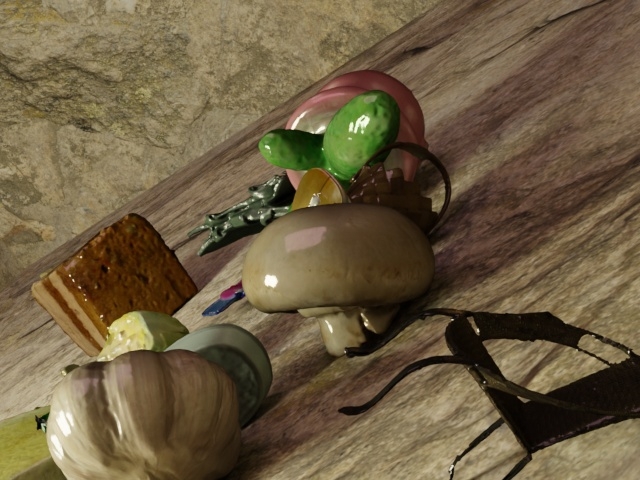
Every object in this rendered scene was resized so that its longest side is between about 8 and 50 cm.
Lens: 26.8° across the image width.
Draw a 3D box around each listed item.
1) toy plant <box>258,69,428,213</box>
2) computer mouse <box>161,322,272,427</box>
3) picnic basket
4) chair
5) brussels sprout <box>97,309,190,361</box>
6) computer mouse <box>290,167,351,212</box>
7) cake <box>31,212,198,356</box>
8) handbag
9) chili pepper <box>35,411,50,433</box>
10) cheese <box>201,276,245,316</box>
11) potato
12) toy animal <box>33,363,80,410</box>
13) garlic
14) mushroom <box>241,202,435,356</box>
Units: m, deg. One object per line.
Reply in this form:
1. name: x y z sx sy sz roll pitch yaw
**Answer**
1. toy plant: 0.047 -0.142 1.988 0.317 0.210 0.356 -61 -7 29
2. computer mouse: -0.161 0.192 1.578 0.231 0.128 0.079 -33 12 -6
3. picnic basket: 0.096 -0.050 1.774 0.178 0.128 0.138 -53 6 -25
4. chair: 0.143 0.113 1.004 0.213 0.149 0.174 -29 12 11
5. brussels sprout: -0.217 0.170 1.796 0.151 0.122 0.149 28 102 46
6. computer mouse: -0.002 0.001 1.727 0.045 0.199 0.102 -19 46 -26
7. cake: -0.389 0.085 2.454 0.196 0.198 0.293 -45 13 -26
8. handbag: -0.066 -0.065 2.240 0.247 0.079 0.260 -25 -1 41
9. chili pepper: -0.229 0.184 1.622 0.227 0.059 0.088 -30 18 -25
10. cheese: -0.086 0.040 2.090 0.244 0.062 0.155 -43 13 -25
11. potato: -0.322 0.291 1.684 0.255 0.112 0.269 -21 18 13
12. toy animal: -0.376 0.273 1.980 0.101 0.103 0.218 -52 6 26
13. garlic: -0.177 0.235 1.425 0.218 0.218 0.212 -32 50 20
14. mushroom: 0.021 0.044 1.563 0.226 0.178 0.226 -4 4 0
